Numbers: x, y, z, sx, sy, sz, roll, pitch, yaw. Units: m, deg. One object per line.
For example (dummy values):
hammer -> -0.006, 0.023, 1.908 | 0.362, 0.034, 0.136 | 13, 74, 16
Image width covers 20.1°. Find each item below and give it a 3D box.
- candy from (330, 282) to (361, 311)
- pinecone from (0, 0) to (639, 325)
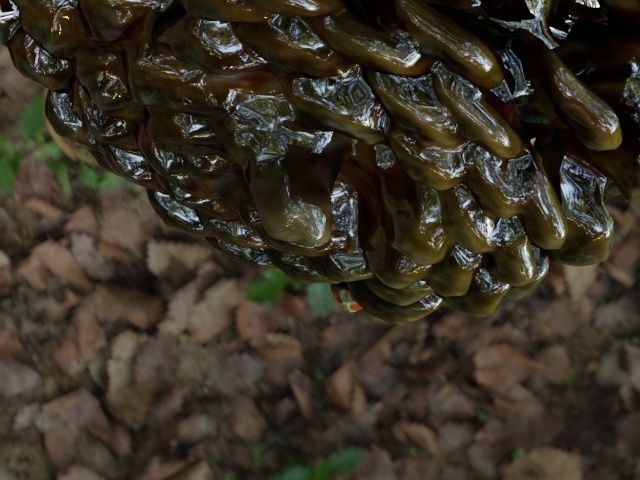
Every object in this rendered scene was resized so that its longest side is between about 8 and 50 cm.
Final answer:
candy -> 0.000, 0.000, 1.437 | 0.055, 0.185, 0.049 | -51, 130, 2
pinecone -> 0.018, -0.161, 0.939 | 0.398, 0.398, 0.397 | -6, 110, -17
